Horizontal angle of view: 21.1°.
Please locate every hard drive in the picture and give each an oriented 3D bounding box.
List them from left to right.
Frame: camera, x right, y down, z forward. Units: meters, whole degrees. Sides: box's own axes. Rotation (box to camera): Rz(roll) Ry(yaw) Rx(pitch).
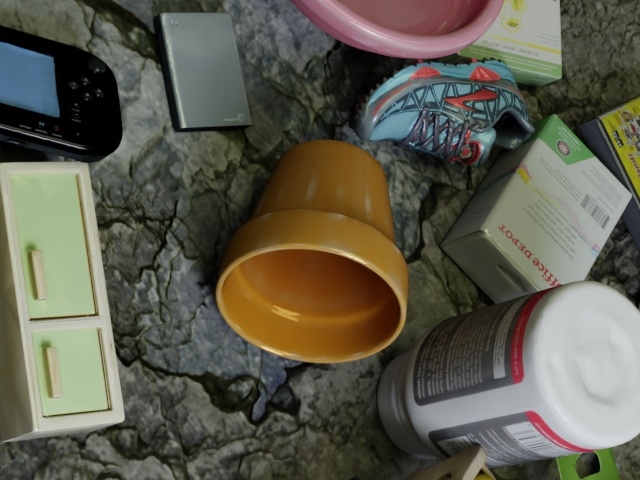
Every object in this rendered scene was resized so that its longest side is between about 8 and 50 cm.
[{"bbox_3d":[-0.132,-0.189,1.935,0.094,0.022,0.135,-5,80,-35],"label":"hard drive"}]

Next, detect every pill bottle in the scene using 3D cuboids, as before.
[{"bbox_3d":[0.203,0.158,1.880,0.176,0.318,0.176,10,72,-32],"label":"pill bottle"}]

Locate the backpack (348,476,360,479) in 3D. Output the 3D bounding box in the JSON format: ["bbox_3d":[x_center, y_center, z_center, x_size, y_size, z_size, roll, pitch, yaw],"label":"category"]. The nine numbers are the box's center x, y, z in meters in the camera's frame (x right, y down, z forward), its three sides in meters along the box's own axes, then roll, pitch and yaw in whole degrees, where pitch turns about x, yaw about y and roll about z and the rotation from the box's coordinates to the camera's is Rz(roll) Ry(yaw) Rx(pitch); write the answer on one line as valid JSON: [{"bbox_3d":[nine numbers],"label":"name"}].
[{"bbox_3d":[-0.009,0.347,1.810,0.182,0.115,0.152,-15,83,-41],"label":"backpack"}]

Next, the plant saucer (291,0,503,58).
[{"bbox_3d":[0.063,-0.346,2.036,0.332,0.084,0.332,15,55,-22],"label":"plant saucer"}]

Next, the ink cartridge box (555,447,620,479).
[{"bbox_3d":[0.381,0.347,2.045,0.189,0.097,0.255,-5,78,-60],"label":"ink cartridge box"}]

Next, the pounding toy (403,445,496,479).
[{"bbox_3d":[0.103,0.301,1.737,0.155,0.154,0.269,55,42,-19],"label":"pounding toy"}]

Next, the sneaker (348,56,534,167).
[{"bbox_3d":[0.156,-0.146,2.044,0.262,0.104,0.125,-13,62,-36],"label":"sneaker"}]

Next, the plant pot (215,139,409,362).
[{"bbox_3d":[0.000,0.000,1.880,0.205,0.205,0.188,30,46,-24],"label":"plant pot"}]

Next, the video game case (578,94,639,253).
[{"bbox_3d":[0.471,-0.064,2.263,0.248,0.035,0.275,-26,90,-47],"label":"video game case"}]

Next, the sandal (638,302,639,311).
[{"bbox_3d":[0.543,0.235,2.218,0.169,0.102,0.416,-21,87,-38],"label":"sandal"}]

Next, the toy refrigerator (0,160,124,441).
[{"bbox_3d":[-0.276,0.059,1.727,0.102,0.094,0.269,-2,79,-34],"label":"toy refrigerator"}]

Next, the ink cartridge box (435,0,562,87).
[{"bbox_3d":[0.224,-0.324,2.193,0.171,0.056,0.235,9,74,-31],"label":"ink cartridge box"}]

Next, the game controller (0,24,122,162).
[{"bbox_3d":[-0.350,-0.166,1.716,0.319,0.067,0.166,14,30,-24],"label":"game controller"}]

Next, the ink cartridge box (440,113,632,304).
[{"bbox_3d":[0.267,-0.023,2.113,0.154,0.093,0.212,44,55,-15],"label":"ink cartridge box"}]
